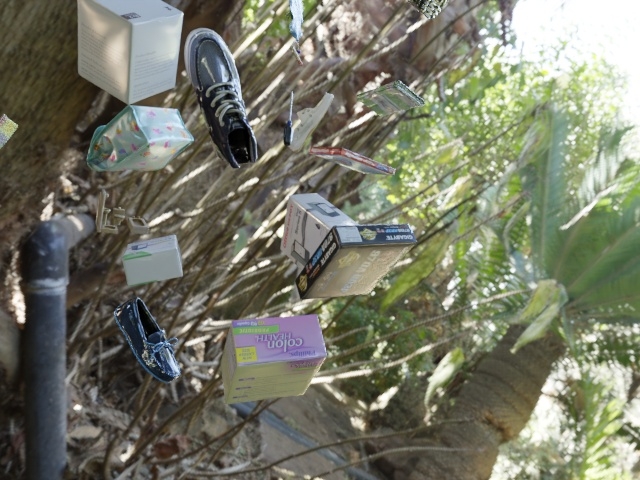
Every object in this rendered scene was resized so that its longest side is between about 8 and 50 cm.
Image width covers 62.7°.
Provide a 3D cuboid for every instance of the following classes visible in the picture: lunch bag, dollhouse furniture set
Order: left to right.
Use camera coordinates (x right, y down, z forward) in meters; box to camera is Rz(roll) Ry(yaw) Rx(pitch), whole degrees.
[{"bbox_3d":[-0.622,-0.096,1.662,0.151,0.123,0.144,6,13,-28],"label":"dollhouse furniture set"},{"bbox_3d":[-0.576,-0.302,1.654,0.160,0.262,0.223,63,28,3],"label":"lunch bag"}]

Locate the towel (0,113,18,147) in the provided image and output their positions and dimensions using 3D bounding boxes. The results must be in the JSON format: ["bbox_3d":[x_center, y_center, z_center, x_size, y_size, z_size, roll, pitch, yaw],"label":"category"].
[{"bbox_3d":[-0.757,-0.254,1.245,0.009,0.083,0.060,30,-10,7],"label":"towel"}]

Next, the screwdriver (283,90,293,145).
[{"bbox_3d":[-0.076,-0.311,1.315,0.024,0.169,0.025,9,-22,-12],"label":"screwdriver"}]

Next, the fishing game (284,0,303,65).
[{"bbox_3d":[-0.063,-0.525,1.135,0.041,0.264,0.189,0,5,5],"label":"fishing game"}]

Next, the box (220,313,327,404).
[{"bbox_3d":[-0.126,0.298,1.310,0.243,0.214,0.117,113,-31,-50],"label":"box"}]

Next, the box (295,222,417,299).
[{"bbox_3d":[0.066,0.046,1.078,0.175,0.220,0.051,-2,58,-28],"label":"box"}]

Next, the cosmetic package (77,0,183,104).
[{"bbox_3d":[-0.411,-0.425,1.134,0.151,0.183,0.151,32,40,12],"label":"cosmetic package"}]

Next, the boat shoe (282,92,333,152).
[{"bbox_3d":[-0.054,-0.492,2.129,0.096,0.277,0.098,35,9,-8],"label":"boat shoe"}]

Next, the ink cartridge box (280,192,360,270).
[{"bbox_3d":[0.000,0.000,1.592,0.115,0.198,0.273,-7,31,-34],"label":"ink cartridge box"}]

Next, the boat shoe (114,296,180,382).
[{"bbox_3d":[-0.470,0.275,1.451,0.258,0.089,0.109,52,15,-2],"label":"boat shoe"}]

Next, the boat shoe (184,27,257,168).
[{"bbox_3d":[-0.232,-0.341,1.297,0.158,0.127,0.340,43,-28,53],"label":"boat shoe"}]

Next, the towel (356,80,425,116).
[{"bbox_3d":[0.181,-0.364,1.375,0.113,0.023,0.152,26,-18,-36],"label":"towel"}]

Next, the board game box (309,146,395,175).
[{"bbox_3d":[0.112,-0.267,1.776,0.145,0.027,0.281,11,-1,45],"label":"board game box"}]

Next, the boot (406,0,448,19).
[{"bbox_3d":[0.124,-0.570,1.035,0.222,0.118,0.338,46,14,18],"label":"boot"}]

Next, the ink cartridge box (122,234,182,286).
[{"bbox_3d":[-0.504,0.057,1.590,0.212,0.154,0.093,-147,-133,-72],"label":"ink cartridge box"}]
